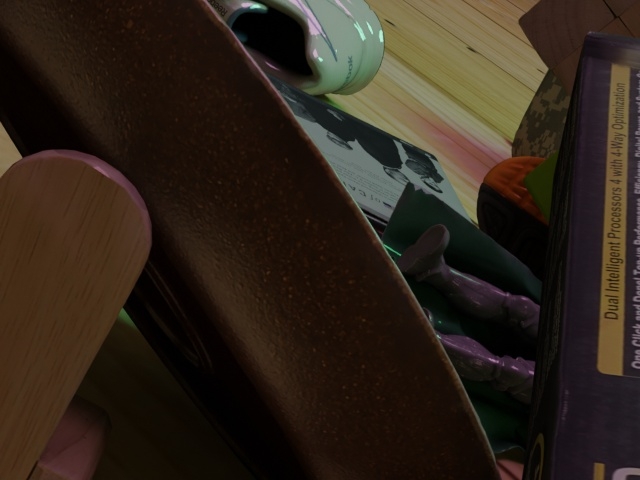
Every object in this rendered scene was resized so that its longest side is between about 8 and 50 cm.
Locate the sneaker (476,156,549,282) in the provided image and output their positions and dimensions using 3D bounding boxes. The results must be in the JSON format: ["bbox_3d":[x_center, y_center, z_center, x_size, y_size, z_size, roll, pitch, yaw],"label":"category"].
[{"bbox_3d":[0.204,0.045,1.036,0.262,0.099,0.121,44,5,-2],"label":"sneaker"}]

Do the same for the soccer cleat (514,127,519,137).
[{"bbox_3d":[0.238,-0.094,1.602,0.083,0.029,0.035,22,22,-12],"label":"soccer cleat"}]

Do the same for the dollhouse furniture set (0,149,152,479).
[{"bbox_3d":[-0.177,-0.073,0.573,0.303,0.174,0.355,29,17,-6],"label":"dollhouse furniture set"}]

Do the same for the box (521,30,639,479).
[{"bbox_3d":[0.231,0.076,0.527,0.318,0.097,0.395,10,36,4],"label":"box"}]

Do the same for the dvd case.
[{"bbox_3d":[0.025,-0.046,1.094,0.179,0.030,0.239,25,18,-17],"label":"dvd case"}]

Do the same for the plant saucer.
[{"bbox_3d":[-0.048,0.001,0.561,0.311,0.050,0.310,52,-12,15],"label":"plant saucer"}]

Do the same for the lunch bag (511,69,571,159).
[{"bbox_3d":[0.357,-0.063,1.384,0.305,0.213,0.256,23,12,-29],"label":"lunch bag"}]

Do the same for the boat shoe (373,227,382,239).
[{"bbox_3d":[0.000,0.000,0.869,0.083,0.065,0.183,27,23,-29],"label":"boat shoe"}]

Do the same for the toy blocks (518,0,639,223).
[{"bbox_3d":[0.272,-0.009,0.898,0.261,0.190,0.381,34,23,-46],"label":"toy blocks"}]

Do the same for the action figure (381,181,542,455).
[{"bbox_3d":[0.132,0.072,0.822,0.232,0.063,0.137,28,61,-29],"label":"action figure"}]

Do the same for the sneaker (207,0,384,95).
[{"bbox_3d":[-0.084,-0.220,1.288,0.297,0.111,0.129,32,22,8],"label":"sneaker"}]
